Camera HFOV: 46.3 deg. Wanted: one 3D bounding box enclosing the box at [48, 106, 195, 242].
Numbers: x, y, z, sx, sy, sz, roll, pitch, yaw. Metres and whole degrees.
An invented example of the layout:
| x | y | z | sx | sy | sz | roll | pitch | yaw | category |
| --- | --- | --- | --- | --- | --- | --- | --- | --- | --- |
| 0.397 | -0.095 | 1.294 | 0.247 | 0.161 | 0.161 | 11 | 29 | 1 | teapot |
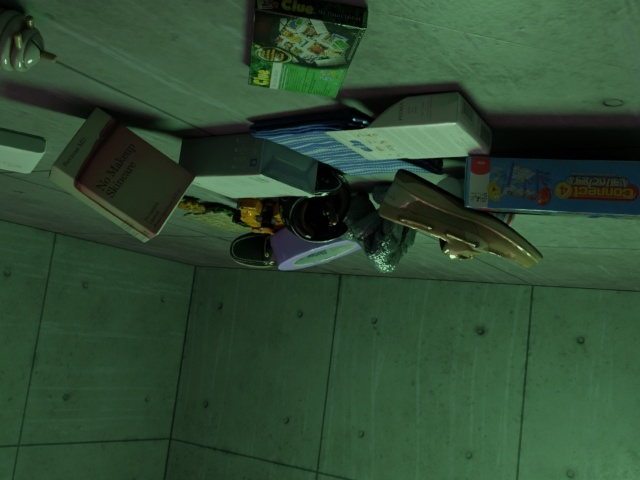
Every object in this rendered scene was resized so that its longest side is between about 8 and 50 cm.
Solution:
| x | y | z | sx | sy | sz | roll | pitch | yaw | category |
| --- | --- | --- | --- | --- | --- | --- | --- | --- | --- |
| -0.389 | -0.124 | 1.467 | 0.232 | 0.149 | 0.127 | 36 | 162 | -16 | box |

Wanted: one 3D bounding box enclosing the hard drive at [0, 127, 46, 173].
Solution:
| x | y | z | sx | sy | sz | roll | pitch | yaw | category |
| --- | --- | --- | --- | --- | --- | --- | --- | --- | --- |
| -0.783 | -0.219 | 1.797 | 0.203 | 0.040 | 0.307 | 11 | 171 | -26 | hard drive |

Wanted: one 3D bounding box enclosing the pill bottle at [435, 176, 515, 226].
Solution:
| x | y | z | sx | sy | sz | roll | pitch | yaw | category |
| --- | --- | --- | --- | --- | --- | --- | --- | --- | --- |
| 0.326 | -0.076 | 1.609 | 0.180 | 0.108 | 0.108 | 14 | 169 | -41 | pill bottle |

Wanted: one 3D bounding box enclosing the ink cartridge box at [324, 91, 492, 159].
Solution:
| x | y | z | sx | sy | sz | roll | pitch | yaw | category |
| --- | --- | --- | --- | --- | --- | --- | --- | --- | --- |
| 0.147 | -0.181 | 1.225 | 0.224 | 0.056 | 0.181 | 2 | 171 | 29 | ink cartridge box |

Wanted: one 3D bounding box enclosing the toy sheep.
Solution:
| x | y | z | sx | sy | sz | roll | pitch | yaw | category |
| --- | --- | --- | --- | --- | --- | --- | --- | --- | --- |
| -0.418 | -0.269 | 1.003 | 0.132 | 0.091 | 0.091 | 26 | 171 | -2 | toy sheep |

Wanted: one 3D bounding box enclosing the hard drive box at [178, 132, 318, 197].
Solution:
| x | y | z | sx | sy | sz | roll | pitch | yaw | category |
| --- | --- | --- | --- | --- | --- | --- | --- | --- | --- |
| -0.151 | -0.152 | 1.558 | 0.232 | 0.089 | 0.181 | 1 | 169 | 35 | hard drive box |

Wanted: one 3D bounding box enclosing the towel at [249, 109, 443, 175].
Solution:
| x | y | z | sx | sy | sz | roll | pitch | yaw | category |
| --- | --- | --- | --- | --- | --- | --- | --- | --- | --- |
| 0.056 | -0.171 | 1.431 | 0.243 | 0.040 | 0.336 | 1 | 170 | 39 | towel |

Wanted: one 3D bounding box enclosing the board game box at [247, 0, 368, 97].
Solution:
| x | y | z | sx | sy | sz | roll | pitch | yaw | category |
| --- | --- | --- | --- | --- | --- | --- | --- | --- | --- |
| -0.026 | -0.251 | 0.993 | 0.136 | 0.030 | 0.260 | 6 | 172 | -7 | board game box |

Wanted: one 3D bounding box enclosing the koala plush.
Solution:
| x | y | z | sx | sy | sz | roll | pitch | yaw | category |
| --- | --- | --- | --- | --- | --- | --- | --- | --- | --- |
| 0.107 | -0.042 | 1.832 | 0.221 | 0.203 | 0.196 | 16 | 176 | 28 | koala plush |

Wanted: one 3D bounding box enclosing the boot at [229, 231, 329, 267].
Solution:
| x | y | z | sx | sy | sz | roll | pitch | yaw | category |
| --- | --- | --- | --- | --- | --- | --- | --- | --- | --- |
| -0.134 | 0.014 | 2.504 | 0.377 | 0.138 | 0.284 | 3 | 173 | 3 | boot |

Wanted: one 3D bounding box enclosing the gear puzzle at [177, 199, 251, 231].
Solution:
| x | y | z | sx | sy | sz | roll | pitch | yaw | category |
| --- | --- | --- | --- | --- | --- | --- | --- | --- | --- |
| -0.328 | -0.084 | 2.345 | 0.175 | 0.044 | 0.339 | -3 | 167 | 33 | gear puzzle |

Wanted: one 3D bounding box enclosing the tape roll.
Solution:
| x | y | z | sx | sy | sz | roll | pitch | yaw | category |
| --- | --- | --- | --- | --- | --- | --- | --- | --- | --- |
| 0.000 | 0.000 | 2.117 | 0.274 | 0.090 | 0.275 | -16 | 169 | -3 | tape roll |

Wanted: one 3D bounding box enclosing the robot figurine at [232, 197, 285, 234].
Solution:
| x | y | z | sx | sy | sz | roll | pitch | yaw | category |
| --- | --- | --- | --- | --- | --- | --- | --- | --- | --- |
| -0.144 | -0.075 | 2.095 | 0.211 | 0.085 | 0.291 | 8 | 171 | -3 | robot figurine |

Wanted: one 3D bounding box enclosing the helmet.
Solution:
| x | y | z | sx | sy | sz | roll | pitch | yaw | category |
| --- | --- | --- | --- | --- | --- | --- | --- | --- | --- |
| -0.010 | -0.081 | 1.668 | 0.169 | 0.169 | 0.161 | 9 | -157 | -10 | helmet |

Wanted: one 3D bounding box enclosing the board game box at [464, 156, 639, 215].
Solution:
| x | y | z | sx | sy | sz | roll | pitch | yaw | category |
| --- | --- | --- | --- | --- | --- | --- | --- | --- | --- |
| 0.435 | -0.088 | 1.333 | 0.308 | 0.086 | 0.302 | 4 | -178 | 21 | board game box |

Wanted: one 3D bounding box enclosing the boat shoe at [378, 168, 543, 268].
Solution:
| x | y | z | sx | sy | sz | roll | pitch | yaw | category |
| --- | --- | --- | --- | --- | --- | --- | --- | --- | --- |
| 0.276 | -0.020 | 1.481 | 0.341 | 0.110 | 0.121 | 27 | -169 | -8 | boat shoe |
